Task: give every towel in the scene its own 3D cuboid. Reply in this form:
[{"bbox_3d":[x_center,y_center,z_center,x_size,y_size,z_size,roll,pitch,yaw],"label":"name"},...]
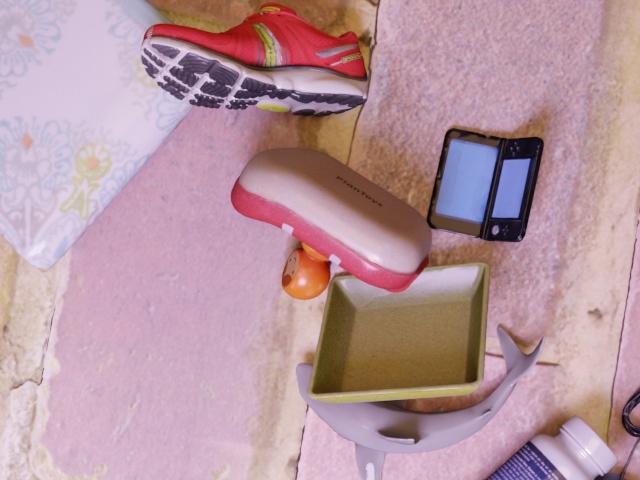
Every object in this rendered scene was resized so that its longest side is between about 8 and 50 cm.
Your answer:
[{"bbox_3d":[-0.351,-0.201,1.352,0.374,0.090,0.320,40,90,5],"label":"towel"}]

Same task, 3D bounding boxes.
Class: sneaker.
[{"bbox_3d":[-0.074,-0.212,1.306,0.279,0.107,0.118,6,73,-32],"label":"sneaker"}]

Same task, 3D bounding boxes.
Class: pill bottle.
[{"bbox_3d":[0.243,0.274,1.286,0.169,0.094,0.094,-42,85,-1],"label":"pill bottle"}]

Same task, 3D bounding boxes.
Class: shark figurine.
[{"bbox_3d":[0.120,0.196,1.290,0.278,0.116,0.166,-11,86,3],"label":"shark figurine"}]

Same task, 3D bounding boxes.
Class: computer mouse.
[{"bbox_3d":[0.348,0.260,1.311,0.071,0.041,0.242,25,86,5],"label":"computer mouse"}]

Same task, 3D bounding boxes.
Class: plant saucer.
[{"bbox_3d":[0.093,0.109,1.275,0.189,0.188,0.045,-7,130,17],"label":"plant saucer"}]

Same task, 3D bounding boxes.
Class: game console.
[{"bbox_3d":[0.188,-0.065,1.330,0.071,0.107,0.122,14,86,-25],"label":"game console"}]

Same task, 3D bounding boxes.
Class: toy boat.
[{"bbox_3d":[0.000,0.000,1.305,0.231,0.151,0.151,33,113,7],"label":"toy boat"}]
